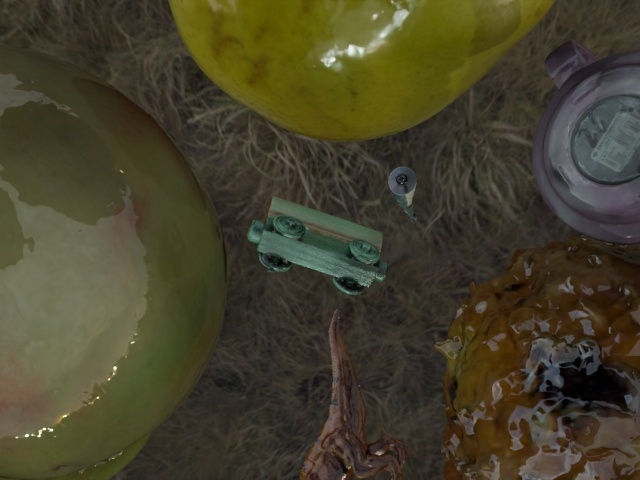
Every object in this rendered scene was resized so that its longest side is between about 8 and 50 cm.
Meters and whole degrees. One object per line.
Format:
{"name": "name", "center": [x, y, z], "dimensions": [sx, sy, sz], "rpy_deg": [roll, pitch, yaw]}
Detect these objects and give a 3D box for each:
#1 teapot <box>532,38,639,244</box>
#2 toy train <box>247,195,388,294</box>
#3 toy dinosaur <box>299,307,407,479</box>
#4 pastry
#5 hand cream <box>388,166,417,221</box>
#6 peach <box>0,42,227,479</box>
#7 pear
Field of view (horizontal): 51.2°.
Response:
{"name": "teapot", "center": [0.207, -0.058, 0.448], "dimensions": [0.148, 0.146, 0.116], "rpy_deg": [34, 107, 39]}
{"name": "toy train", "center": [0.000, 0.000, 1.329], "dimensions": [0.285, 0.177, 0.116], "rpy_deg": [17, 122, -7]}
{"name": "toy dinosaur", "center": [0.061, 0.357, 1.178], "dimensions": [0.208, 0.097, 0.432], "rpy_deg": [18, 69, -1]}
{"name": "pastry", "center": [0.250, 0.174, 0.476], "dimensions": [0.405, 0.337, 0.292], "rpy_deg": [41, 127, 17]}
{"name": "hand cream", "center": [0.157, -0.089, 1.270], "dimensions": [0.052, 0.248, 0.075], "rpy_deg": [-4, 82, 7]}
{"name": "peach", "center": [-0.197, 0.018, 0.411], "dimensions": [0.292, 0.292, 0.247], "rpy_deg": [44, 55, 11]}
{"name": "pear", "center": [0.027, -0.275, 0.635], "dimensions": [0.362, 0.418, 0.362], "rpy_deg": [-6, 100, -36]}
